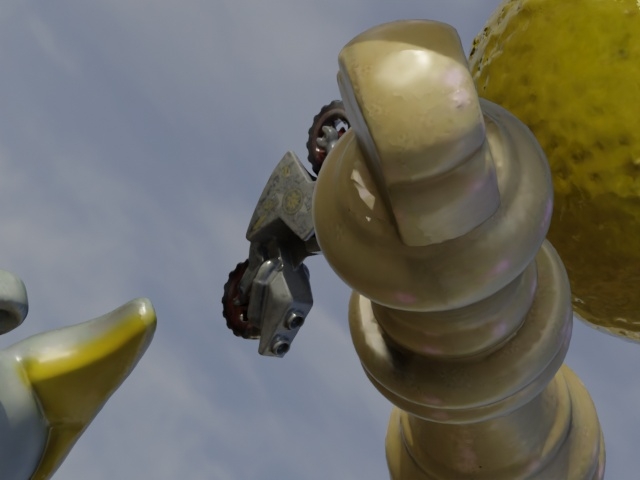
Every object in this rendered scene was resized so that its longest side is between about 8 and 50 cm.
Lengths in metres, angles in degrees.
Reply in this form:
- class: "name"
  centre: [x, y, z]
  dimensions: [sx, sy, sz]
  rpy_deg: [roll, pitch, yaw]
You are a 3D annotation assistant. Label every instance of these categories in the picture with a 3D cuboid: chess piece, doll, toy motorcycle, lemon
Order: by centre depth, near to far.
- class: "doll"
  centre: [-0.195, 0.097, 0.804]
  dimensions: [0.145, 0.103, 0.316]
  rpy_deg: [27, -40, -17]
- class: "chess piece"
  centre: [0.061, 0.031, 0.894]
  dimensions: [0.117, 0.117, 0.397]
  rpy_deg: [46, -11, 28]
- class: "toy motorcycle"
  centre: [0.000, 0.000, 1.536]
  dimensions: [0.122, 0.080, 0.215]
  rpy_deg: [46, -65, 41]
- class: "lemon"
  centre: [0.290, -0.080, 1.536]
  dimensions: [0.387, 0.350, 0.350]
  rpy_deg: [60, -24, 14]
